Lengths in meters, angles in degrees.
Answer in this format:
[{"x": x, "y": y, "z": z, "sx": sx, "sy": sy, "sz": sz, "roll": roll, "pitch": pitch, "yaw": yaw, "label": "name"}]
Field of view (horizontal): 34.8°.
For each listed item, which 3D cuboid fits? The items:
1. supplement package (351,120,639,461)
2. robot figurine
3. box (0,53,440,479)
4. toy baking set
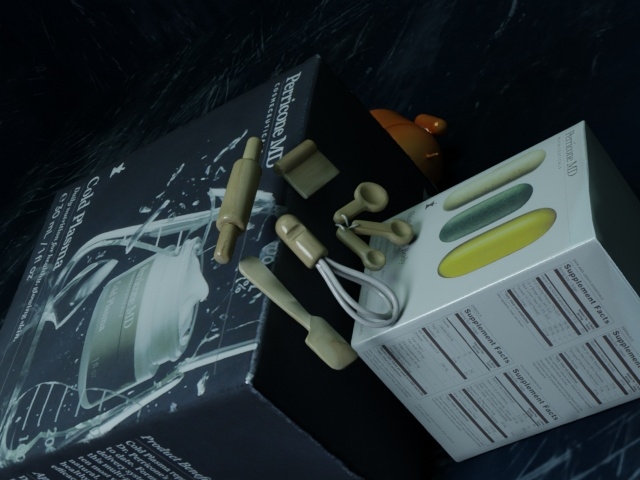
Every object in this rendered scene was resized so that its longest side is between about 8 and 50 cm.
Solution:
[{"x": 0.202, "y": 0.056, "z": 1.037, "sx": 0.263, "sy": 0.198, "sz": 0.199, "roll": -27, "pitch": 29, "yaw": 28, "label": "supplement package"}, {"x": 0.107, "y": -0.126, "z": 1.558, "sx": 0.158, "sy": 0.128, "sz": 0.219, "roll": -4, "pitch": 19, "yaw": -16, "label": "robot figurine"}, {"x": -0.132, "y": 0.108, "z": 1.231, "sx": 0.472, "sy": 0.297, "sz": 0.479, "roll": -21, "pitch": 40, "yaw": 30, "label": "box"}, {"x": -0.006, "y": -0.003, "z": 0.988, "sx": 0.030, "sy": 0.197, "sz": 0.256, "roll": 116, "pitch": 173, "yaw": -48, "label": "toy baking set"}]
